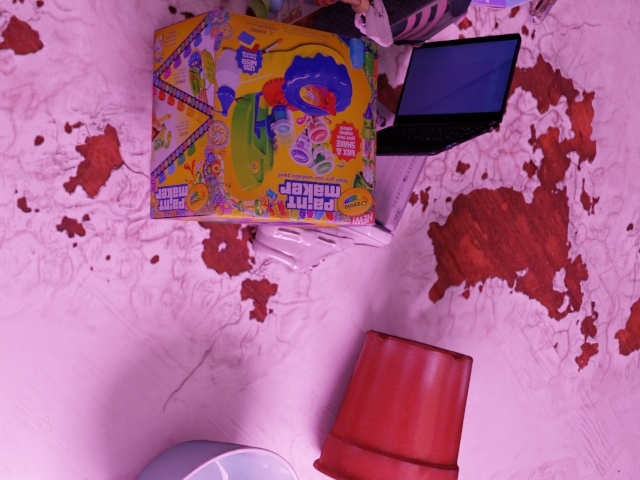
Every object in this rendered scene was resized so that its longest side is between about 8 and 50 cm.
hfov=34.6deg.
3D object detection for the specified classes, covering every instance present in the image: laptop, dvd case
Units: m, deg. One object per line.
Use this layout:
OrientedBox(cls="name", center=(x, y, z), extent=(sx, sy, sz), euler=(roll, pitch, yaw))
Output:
OrientedBox(cls="laptop", center=(0.166, -0.233, 1.654), extent=(0.264, 0.234, 0.137), euler=(-25, 109, -39))
OrientedBox(cls="dvd case", center=(0.085, -0.143, 1.781), extent=(0.238, 0.029, 0.179), euler=(33, 79, -41))

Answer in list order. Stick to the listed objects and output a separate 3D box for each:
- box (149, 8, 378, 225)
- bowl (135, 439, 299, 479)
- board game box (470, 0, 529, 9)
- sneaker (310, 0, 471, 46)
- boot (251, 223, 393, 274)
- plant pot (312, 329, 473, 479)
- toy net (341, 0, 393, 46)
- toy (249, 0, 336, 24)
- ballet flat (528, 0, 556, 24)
OrientedBox(cls="box", center=(-0.081, -0.163, 1.507), extent=(0.289, 0.177, 0.279), euler=(2, 88, -38))
OrientedBox(cls="bowl", center=(-0.196, 0.451, 1.679), extent=(0.311, 0.163, 0.312), euler=(-13, 113, -34))
OrientedBox(cls="board game box", center=(0.338, -0.574, 1.771), extent=(0.232, 0.141, 0.291), euler=(-26, 119, -30))
OrientedBox(cls="sneaker", center=(0.127, -0.356, 1.706), extent=(0.319, 0.112, 0.131), euler=(-26, 145, -19))
OrientedBox(cls="boot", center=(0.000, 0.000, 1.741), extent=(0.258, 0.095, 0.123), euler=(18, 99, -33))
OrientedBox(cls="plant pot", center=(0.148, 0.313, 1.862), extent=(0.272, 0.272, 0.265), euler=(17, 86, -41))
OrientedBox(cls="toy net", center=(0.042, -0.392, 1.555), extent=(0.232, 0.045, 0.122), euler=(52, 43, -34))
OrientedBox(cls="toy", center=(-0.001, -0.403, 1.591), extent=(0.237, 0.056, 0.137), euler=(-32, 144, -23))
OrientedBox(cls="ballet flat", center=(0.433, -0.462, 1.955), extent=(0.114, 0.041, 0.041), euler=(-52, 130, -13))
